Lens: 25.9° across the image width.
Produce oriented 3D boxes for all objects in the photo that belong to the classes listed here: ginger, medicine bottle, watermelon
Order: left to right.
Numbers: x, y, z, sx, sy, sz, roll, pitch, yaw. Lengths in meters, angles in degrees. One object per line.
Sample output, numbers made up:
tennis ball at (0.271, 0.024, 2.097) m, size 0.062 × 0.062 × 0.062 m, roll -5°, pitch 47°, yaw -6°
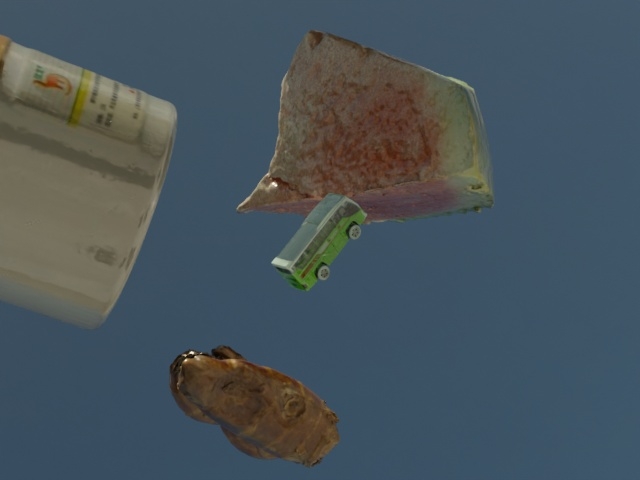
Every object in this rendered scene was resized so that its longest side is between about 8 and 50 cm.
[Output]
medicine bottle at (-0.279, -0.059, 1.305) m, size 0.232 × 0.238 × 0.237 m, roll 20°, pitch -80°, yaw -15°
ginger at (-0.065, 0.132, 1.179) m, size 0.162 × 0.103 × 0.073 m, roll 35°, pitch -111°, yaw -25°
watermelon at (0.058, -0.082, 1.354) m, size 0.232 × 0.310 × 0.193 m, roll 19°, pitch -83°, yaw -5°

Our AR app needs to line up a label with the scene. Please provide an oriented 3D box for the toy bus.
toy bus at (0.000, 0.000, 1.111) m, size 0.083 × 0.031 × 0.037 m, roll -52°, pitch -57°, yaw -17°
